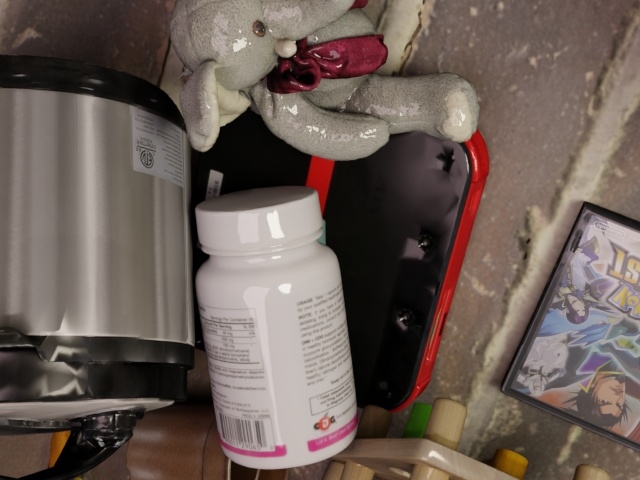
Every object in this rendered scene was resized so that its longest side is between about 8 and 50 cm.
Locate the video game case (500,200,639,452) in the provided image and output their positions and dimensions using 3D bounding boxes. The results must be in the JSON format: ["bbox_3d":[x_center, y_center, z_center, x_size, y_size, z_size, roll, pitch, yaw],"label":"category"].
[{"bbox_3d":[0.378,0.120,1.078,0.274,0.035,0.248,23,111,8],"label":"video game case"}]

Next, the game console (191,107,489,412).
[{"bbox_3d":[0.000,0.000,1.149,0.341,0.060,0.387,18,110,16],"label":"game console"}]

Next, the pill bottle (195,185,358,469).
[{"bbox_3d":[-0.051,0.091,1.053,0.160,0.160,0.283,-3,103,17],"label":"pill bottle"}]

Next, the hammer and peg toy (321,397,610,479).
[{"bbox_3d":[0.149,0.287,1.105,0.265,0.361,0.127,26,71,-13],"label":"hammer and peg toy"}]

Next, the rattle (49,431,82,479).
[{"bbox_3d":[-0.299,0.363,1.353,0.199,0.143,0.130,14,143,-4],"label":"rattle"}]

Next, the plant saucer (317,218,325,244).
[{"bbox_3d":[-0.025,0.067,1.135,0.067,0.018,0.192,4,105,20],"label":"plant saucer"}]

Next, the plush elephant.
[{"bbox_3d":[-0.035,-0.210,0.947,0.329,0.255,0.272,-11,88,17],"label":"plush elephant"}]

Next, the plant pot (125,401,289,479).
[{"bbox_3d":[-0.147,0.275,1.218,0.165,0.167,0.167,0,106,23],"label":"plant pot"}]

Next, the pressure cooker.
[{"bbox_3d":[-0.316,0.052,1.016,0.375,0.369,0.421,-23,68,62],"label":"pressure cooker"}]
